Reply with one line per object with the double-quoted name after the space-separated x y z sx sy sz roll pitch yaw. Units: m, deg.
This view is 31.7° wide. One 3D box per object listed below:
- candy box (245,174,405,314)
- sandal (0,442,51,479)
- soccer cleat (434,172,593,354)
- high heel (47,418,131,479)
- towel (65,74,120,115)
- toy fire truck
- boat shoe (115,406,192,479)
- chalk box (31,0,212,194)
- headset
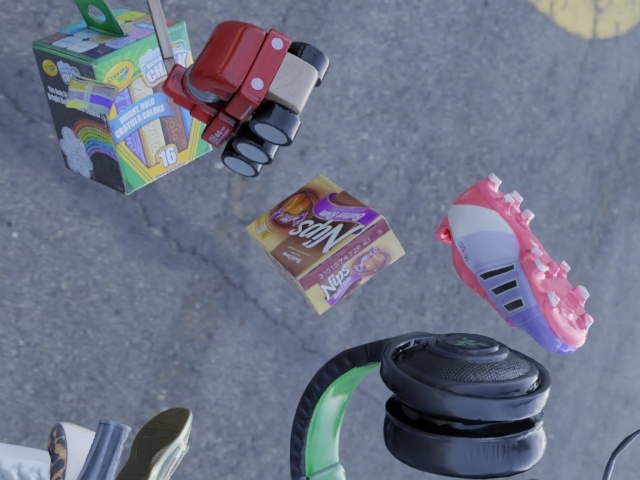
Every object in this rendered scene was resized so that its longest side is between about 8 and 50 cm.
0.000 0.000 1.184 0.109 0.186 0.053 -35 114 -6 "candy box"
-0.509 0.284 1.588 0.169 0.416 0.102 117 -8 -48 "sandal"
0.176 0.034 1.055 0.083 0.248 0.095 31 114 -31 "soccer cleat"
-0.312 0.321 1.386 0.093 0.261 0.186 24 68 -17 "high heel"
-0.284 -0.179 1.395 0.060 0.083 0.009 12 68 -16 "towel"
-0.132 -0.220 1.385 0.246 0.217 0.158 29 71 -12 "toy fire truck"
-0.186 0.254 1.277 0.153 0.056 0.048 -65 147 -48 "boat shoe"
-0.312 -0.251 1.744 0.179 0.180 0.289 -32 128 -34 "chalk box"
0.144 0.182 0.873 0.185 0.394 0.243 -9 86 -43 "headset"
